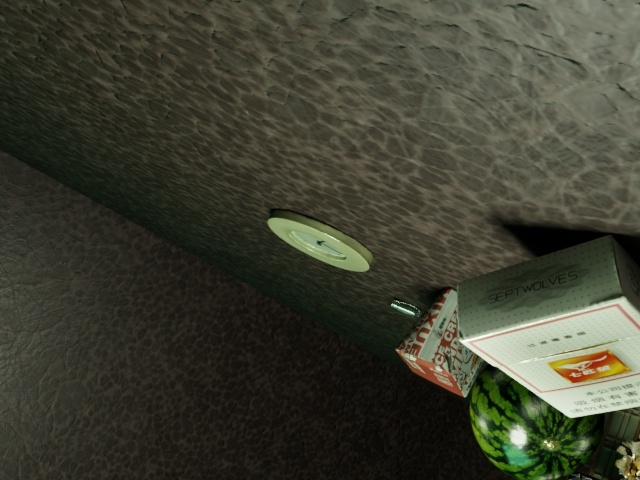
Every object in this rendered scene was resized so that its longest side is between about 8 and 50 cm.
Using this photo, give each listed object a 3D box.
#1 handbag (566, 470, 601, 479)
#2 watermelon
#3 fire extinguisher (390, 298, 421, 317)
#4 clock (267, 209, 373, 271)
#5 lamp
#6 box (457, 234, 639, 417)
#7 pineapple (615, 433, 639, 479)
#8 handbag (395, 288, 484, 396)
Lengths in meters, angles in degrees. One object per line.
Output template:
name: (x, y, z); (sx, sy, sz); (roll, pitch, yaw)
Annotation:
handbag: (0.565, 0.516, 1.431); (0.115, 0.072, 0.139); (23, 159, 21)
watermelon: (0.465, 0.378, 1.515); (0.285, 0.285, 0.285); (24, 168, 5)
fire extinguisher: (0.220, 0.172, 1.756); (0.083, 0.025, 0.038); (24, 145, 5)
clock: (0.000, 0.000, 1.452); (0.235, 0.029, 0.235); (23, 166, 6)
lamp: (0.665, 0.506, 1.572); (0.090, 0.325, 0.089); (13, 164, 41)
box: (0.355, 0.131, 0.929); (0.210, 0.095, 0.330); (-22, 137, 34)
pineapple: (0.724, 0.474, 1.303); (0.352, 0.352, 0.300); (16, 166, 36)
handbag: (0.266, 0.209, 1.501); (0.151, 0.171, 0.298); (23, 165, 28)
